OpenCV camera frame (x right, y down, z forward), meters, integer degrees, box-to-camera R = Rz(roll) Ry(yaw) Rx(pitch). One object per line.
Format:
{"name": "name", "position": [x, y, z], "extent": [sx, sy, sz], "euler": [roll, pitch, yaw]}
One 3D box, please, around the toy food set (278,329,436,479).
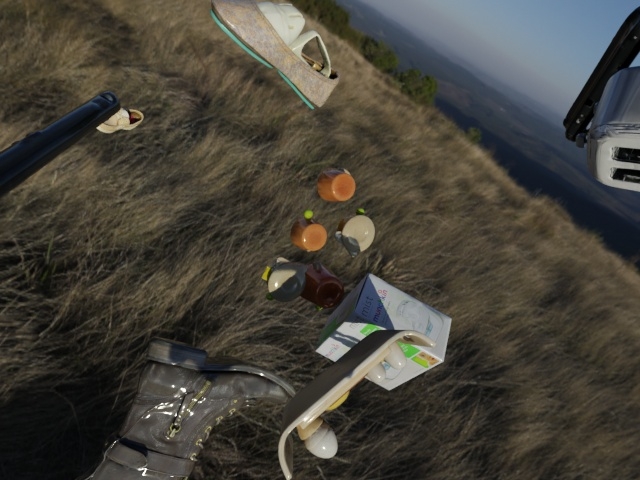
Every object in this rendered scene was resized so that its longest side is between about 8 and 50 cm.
{"name": "toy food set", "position": [0.055, 0.270, 0.717], "extent": [0.092, 0.306, 0.220], "euler": [51, -10, 7]}

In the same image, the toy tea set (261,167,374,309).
{"name": "toy tea set", "position": [0.000, 0.000, 0.921], "extent": [0.200, 0.336, 0.124], "euler": [30, -2, -30]}

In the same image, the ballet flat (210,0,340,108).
{"name": "ballet flat", "position": [-0.060, -0.355, 0.728], "extent": [0.316, 0.106, 0.107], "euler": [15, 41, -61]}

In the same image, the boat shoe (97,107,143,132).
{"name": "boat shoe", "position": [-0.526, -0.322, 1.050], "extent": [0.063, 0.059, 0.170], "euler": [63, 15, -15]}

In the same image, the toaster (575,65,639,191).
{"name": "toaster", "position": [0.490, -0.149, 0.552], "extent": [0.227, 0.146, 0.129], "euler": [22, -21, 42]}

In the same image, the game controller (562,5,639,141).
{"name": "game controller", "position": [0.603, -0.347, 0.818], "extent": [0.067, 0.166, 0.319], "euler": [42, -15, 22]}

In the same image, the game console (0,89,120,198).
{"name": "game console", "position": [-0.424, -0.033, 0.443], "extent": [0.060, 0.342, 0.386], "euler": [54, 19, -30]}

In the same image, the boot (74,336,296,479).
{"name": "boot", "position": [-0.178, 0.276, 0.572], "extent": [0.263, 0.091, 0.229], "euler": [25, 71, -25]}

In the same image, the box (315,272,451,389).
{"name": "box", "position": [0.147, 0.233, 1.001], "extent": [0.231, 0.262, 0.127], "euler": [29, 51, -4]}
